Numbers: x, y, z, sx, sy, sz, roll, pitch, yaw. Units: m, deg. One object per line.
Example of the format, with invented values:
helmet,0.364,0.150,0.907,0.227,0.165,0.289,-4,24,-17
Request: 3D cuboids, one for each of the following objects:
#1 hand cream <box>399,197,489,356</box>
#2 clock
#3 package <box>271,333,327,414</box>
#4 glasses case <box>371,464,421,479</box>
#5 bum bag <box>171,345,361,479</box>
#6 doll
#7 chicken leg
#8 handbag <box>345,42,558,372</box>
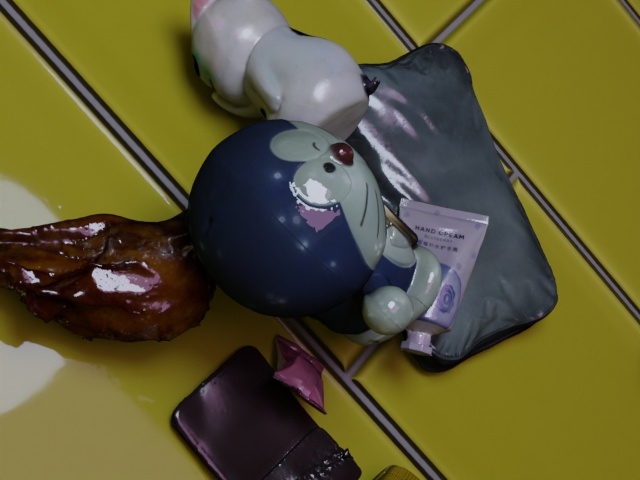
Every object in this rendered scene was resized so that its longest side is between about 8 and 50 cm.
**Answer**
hand cream,0.101,0.035,0.874,0.084,0.053,0.142,13,80,4
clock,0.000,0.000,0.769,0.199,0.146,0.243,53,10,32
package,-0.018,0.116,0.834,0.059,0.029,0.083,37,17,-13
glasses case,0.016,0.287,0.794,0.234,0.064,0.079,-40,92,-32
bum bag,-0.045,0.176,0.817,0.159,0.026,0.109,51,56,-4
doll,-0.042,-0.151,0.864,0.181,0.110,0.107,35,98,16
chicken leg,-0.231,0.019,0.737,0.305,0.093,0.113,7,53,-19
handbag,0.115,-0.046,0.957,0.192,0.075,0.332,-21,88,-29
